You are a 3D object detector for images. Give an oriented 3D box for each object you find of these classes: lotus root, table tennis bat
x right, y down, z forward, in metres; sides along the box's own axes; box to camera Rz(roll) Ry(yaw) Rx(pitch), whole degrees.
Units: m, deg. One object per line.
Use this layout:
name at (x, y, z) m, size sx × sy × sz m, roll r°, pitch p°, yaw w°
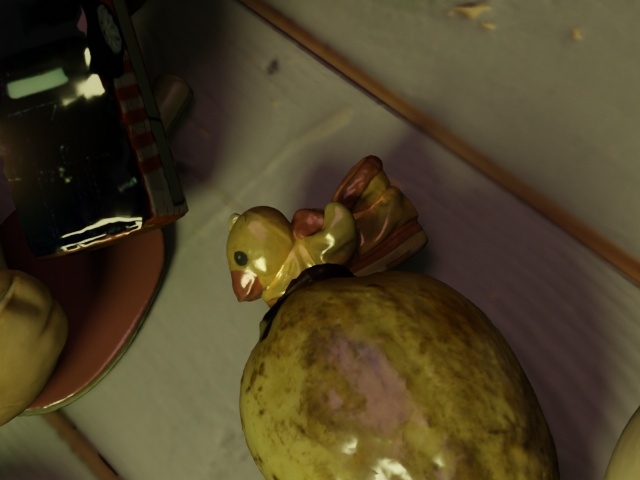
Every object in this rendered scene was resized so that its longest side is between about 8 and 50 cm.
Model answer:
lotus root at (0.047, 0.099, 0.798) m, size 0.138 × 0.138 × 0.214 m, roll -41°, pitch 62°, yaw -8°
table tennis bat at (-0.146, 0.000, 1.016) m, size 0.138 × 0.022 × 0.246 m, roll 15°, pitch 66°, yaw 30°

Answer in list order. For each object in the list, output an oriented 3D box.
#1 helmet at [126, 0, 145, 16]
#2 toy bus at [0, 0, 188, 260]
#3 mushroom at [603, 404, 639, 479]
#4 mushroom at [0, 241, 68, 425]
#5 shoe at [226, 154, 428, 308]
helmet at (-0.189, -0.230, 1.094) m, size 0.279 × 0.160 × 0.230 m, roll 6°, pitch 92°, yaw 17°
toy bus at (-0.182, -0.192, 0.962) m, size 0.093 × 0.092 × 0.409 m, roll -17°, pitch 86°, yaw 14°
mushroom at (0.216, 0.131, 0.652) m, size 0.209 × 0.206 × 0.206 m, roll -25°, pitch 51°, yaw 6°
mushroom at (-0.291, -0.039, 1.000) m, size 0.137 × 0.154 × 0.407 m, roll -7°, pitch 48°, yaw -37°
shoe at (0.002, -0.001, 0.920) m, size 0.109 × 0.072 × 0.069 m, roll -23°, pitch 89°, yaw 13°
